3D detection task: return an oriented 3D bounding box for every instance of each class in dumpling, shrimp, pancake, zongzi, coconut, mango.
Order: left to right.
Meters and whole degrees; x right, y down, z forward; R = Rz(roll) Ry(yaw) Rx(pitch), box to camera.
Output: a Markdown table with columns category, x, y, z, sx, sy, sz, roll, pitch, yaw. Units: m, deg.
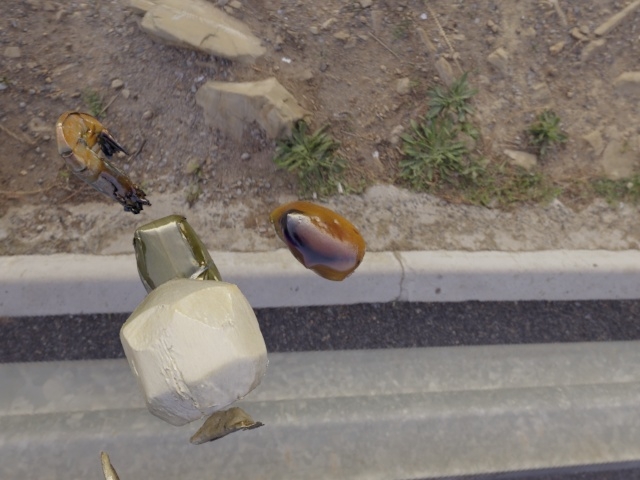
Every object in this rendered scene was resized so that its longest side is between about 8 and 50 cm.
| category | x | y | z | sx | sy | sz | roll | pitch | yaw |
| --- | --- | --- | --- | --- | --- | --- | --- | --- | --- |
| shrimp | -0.483 | -0.178 | 1.159 | 0.075 | 0.178 | 0.289 | -20 | 147 | 17 |
| pancake | -0.412 | 0.496 | 1.048 | 0.025 | 0.152 | 0.151 | -26 | 120 | -24 |
| coconut | -0.225 | 0.179 | 0.924 | 0.245 | 0.245 | 0.247 | -25 | 82 | 2 |
| zongzi | -0.326 | 0.156 | 1.346 | 0.174 | 0.356 | 0.392 | -32 | 84 | -19 |
| dumpling | -0.269 | 0.555 | 1.593 | 0.166 | 0.085 | 0.332 | -3 | 162 | -44 |
| mango | 0.000 | 0.000 | 1.396 | 0.287 | 0.201 | 0.153 | 27 | 144 | -31 |
